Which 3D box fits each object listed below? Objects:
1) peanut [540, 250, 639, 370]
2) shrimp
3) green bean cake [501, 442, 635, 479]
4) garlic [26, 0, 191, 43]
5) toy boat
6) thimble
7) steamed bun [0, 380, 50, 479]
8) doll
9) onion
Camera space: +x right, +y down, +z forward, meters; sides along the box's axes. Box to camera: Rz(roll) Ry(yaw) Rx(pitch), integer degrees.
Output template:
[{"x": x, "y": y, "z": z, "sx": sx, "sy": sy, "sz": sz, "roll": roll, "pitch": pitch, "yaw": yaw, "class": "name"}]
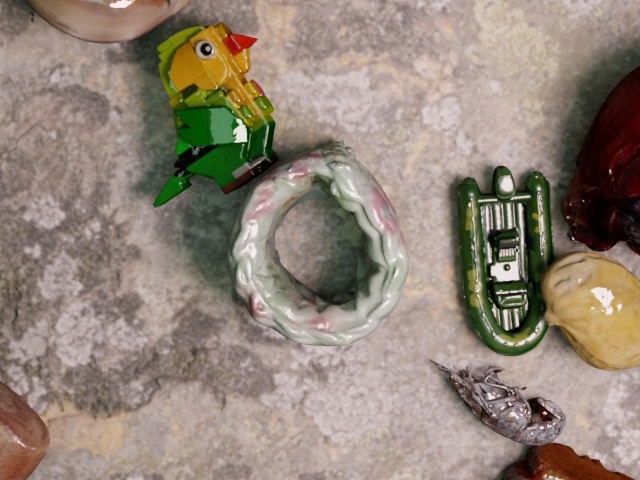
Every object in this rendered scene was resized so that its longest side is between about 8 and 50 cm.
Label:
[{"x": 0.351, "y": 0.095, "z": 1.309, "sx": 0.263, "sy": 0.101, "sz": 0.117, "roll": 21, "pitch": 125, "yaw": -13, "class": "peanut"}, {"x": 0.193, "y": 0.172, "z": 1.342, "sx": 0.165, "sy": 0.056, "sz": 0.065, "roll": 36, "pitch": 82, "yaw": 0, "class": "shrimp"}, {"x": 0.303, "y": 0.324, "z": 1.346, "sx": 0.233, "sy": 0.097, "sz": 0.198, "roll": 40, "pitch": 97, "yaw": -6, "class": "green bean cake"}, {"x": -0.264, "y": -0.301, "z": 1.258, "sx": 0.266, "sy": 0.148, "sz": 0.128, "roll": 38, "pitch": 132, "yaw": -10, "class": "garlic"}, {"x": 0.205, "y": 0.023, "z": 1.326, "sx": 0.104, "sy": 0.052, "sz": 0.210, "roll": -4, "pitch": 97, "yaw": -3, "class": "toy boat"}, {"x": 0.000, "y": 0.000, "z": 1.273, "sx": 0.185, "sy": 0.149, "sz": 0.211, "roll": 7, "pitch": 97, "yaw": 0, "class": "thimble"}, {"x": -0.389, "y": 0.213, "z": 1.320, "sx": 0.175, "sy": 0.106, "sz": 0.145, "roll": 39, "pitch": 101, "yaw": 8, "class": "steamed bun"}, {"x": -0.116, "y": -0.133, "z": 1.273, "sx": 0.134, "sy": 0.106, "sz": 0.186, "roll": -4, "pitch": 98, "yaw": 11, "class": "doll"}, {"x": 0.401, "y": -0.065, "z": 1.241, "sx": 0.281, "sy": 0.221, "sz": 0.281, "roll": 5, "pitch": 127, "yaw": 7, "class": "onion"}]
